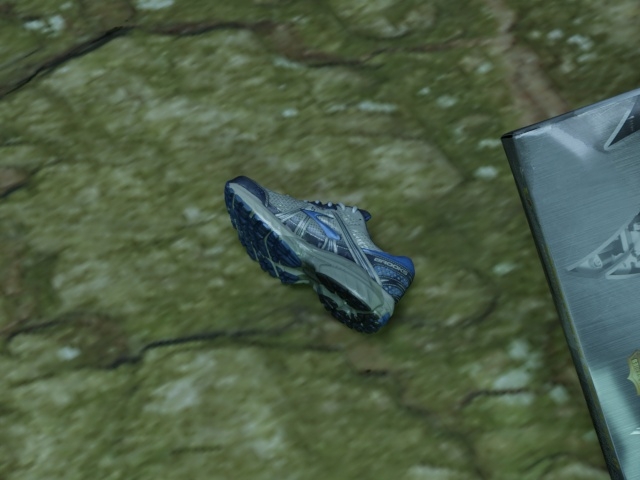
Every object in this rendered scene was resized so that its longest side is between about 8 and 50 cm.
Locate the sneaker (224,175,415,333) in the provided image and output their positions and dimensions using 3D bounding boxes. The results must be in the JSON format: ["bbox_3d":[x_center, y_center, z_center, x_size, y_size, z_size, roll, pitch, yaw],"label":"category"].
[{"bbox_3d":[0.000,0.000,1.057,0.135,0.052,0.058,38,62,19],"label":"sneaker"}]

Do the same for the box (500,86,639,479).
[{"bbox_3d":[0.218,0.023,0.925,0.183,0.056,0.231,-18,93,-2],"label":"box"}]
